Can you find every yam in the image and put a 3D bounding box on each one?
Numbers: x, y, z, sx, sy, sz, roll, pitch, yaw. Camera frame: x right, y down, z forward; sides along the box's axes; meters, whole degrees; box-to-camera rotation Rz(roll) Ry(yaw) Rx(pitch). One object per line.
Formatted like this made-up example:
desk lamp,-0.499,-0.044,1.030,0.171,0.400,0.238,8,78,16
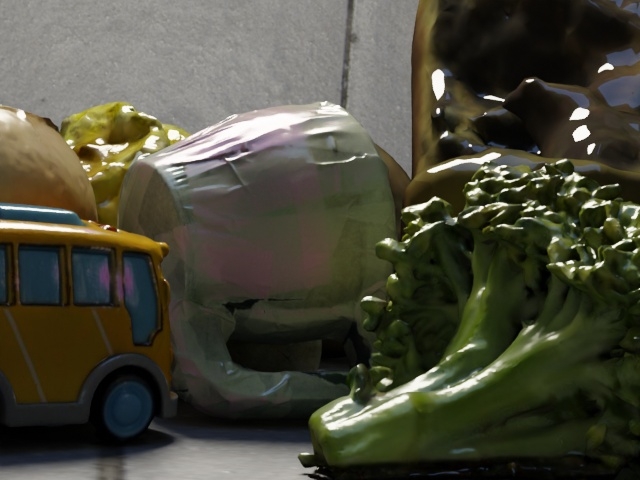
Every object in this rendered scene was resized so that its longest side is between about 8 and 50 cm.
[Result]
yam,-0.082,0.082,1.114,0.169,0.068,0.068,4,0,-36

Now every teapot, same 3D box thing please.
teapot,-0.049,0.022,1.054,0.178,0.221,0.163,-10,2,-26

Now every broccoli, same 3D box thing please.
broccoli,0.113,0.042,0.871,0.273,0.180,0.242,2,2,-29

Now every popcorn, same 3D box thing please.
popcorn,-0.166,-0.004,1.283,0.174,0.225,0.286,0,0,5

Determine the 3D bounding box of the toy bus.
toy bus,-0.184,0.046,0.892,0.209,0.136,0.126,4,1,-38

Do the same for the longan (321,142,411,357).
longan,0.000,0.000,1.455,0.248,0.248,0.248,3,1,0

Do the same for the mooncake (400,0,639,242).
mooncake,0.182,-0.066,1.202,0.246,0.394,0.393,5,-13,0

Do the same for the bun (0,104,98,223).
bun,-0.300,0.021,1.029,0.299,0.164,0.299,-7,-18,-2
